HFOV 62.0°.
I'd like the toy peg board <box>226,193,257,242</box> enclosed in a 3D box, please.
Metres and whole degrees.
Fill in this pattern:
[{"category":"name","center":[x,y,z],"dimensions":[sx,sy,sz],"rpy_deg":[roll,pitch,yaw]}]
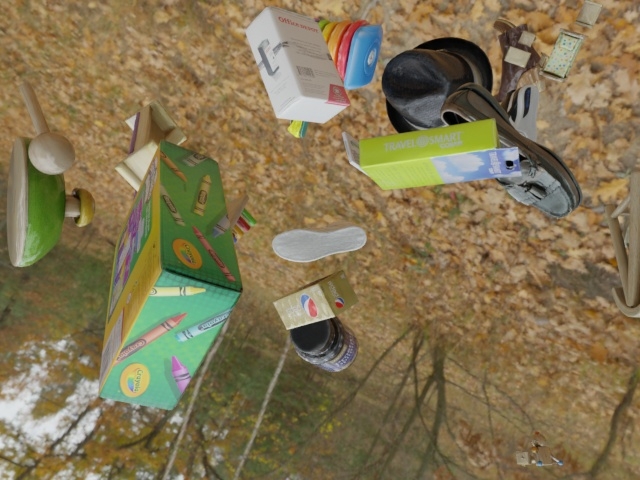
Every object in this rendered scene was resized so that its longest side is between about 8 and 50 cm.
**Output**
[{"category":"toy peg board","center":[-0.255,-0.022,1.427],"dimensions":[0.161,0.161,0.079],"rpy_deg":[-22,122,34]}]

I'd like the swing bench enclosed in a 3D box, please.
[{"category":"swing bench","center":[0.655,0.026,0.914],"dimensions":[0.253,0.255,0.165],"rpy_deg":[3,159,12]}]

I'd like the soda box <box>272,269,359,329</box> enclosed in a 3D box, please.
[{"category":"soda box","center":[-0.013,0.107,0.931],"dimensions":[0.181,0.058,0.061],"rpy_deg":[-28,90,56]}]

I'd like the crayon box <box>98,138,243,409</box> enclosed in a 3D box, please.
[{"category":"crayon box","center":[-0.173,0.022,0.601],"dimensions":[0.081,0.165,0.278],"rpy_deg":[20,-154,-27]}]

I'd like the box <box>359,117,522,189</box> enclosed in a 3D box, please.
[{"category":"box","center":[0.147,-0.101,0.649],"dimensions":[0.178,0.043,0.109],"rpy_deg":[-5,168,22]}]

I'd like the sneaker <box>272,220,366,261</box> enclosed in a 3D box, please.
[{"category":"sneaker","center":[0.000,0.000,1.711],"dimensions":[0.292,0.108,0.169],"rpy_deg":[-5,-173,3]}]

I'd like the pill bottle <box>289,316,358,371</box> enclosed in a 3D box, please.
[{"category":"pill bottle","center":[0.008,0.230,1.229],"dimensions":[0.122,0.123,0.219],"rpy_deg":[22,168,23]}]

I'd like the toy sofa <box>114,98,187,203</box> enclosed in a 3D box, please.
[{"category":"toy sofa","center":[-0.470,-0.230,1.445],"dimensions":[0.150,0.177,0.363],"rpy_deg":[54,-173,-34]}]

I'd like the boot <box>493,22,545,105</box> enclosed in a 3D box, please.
[{"category":"boot","center":[0.594,-0.537,1.654],"dimensions":[0.248,0.090,0.207],"rpy_deg":[180,69,-75]}]

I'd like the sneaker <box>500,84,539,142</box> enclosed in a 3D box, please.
[{"category":"sneaker","center":[0.524,-0.303,1.447],"dimensions":[0.079,0.217,0.121],"rpy_deg":[14,178,-13]}]

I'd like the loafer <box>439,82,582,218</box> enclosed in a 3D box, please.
[{"category":"loafer","center":[0.289,-0.127,0.836],"dimensions":[0.267,0.084,0.096],"rpy_deg":[47,143,4]}]

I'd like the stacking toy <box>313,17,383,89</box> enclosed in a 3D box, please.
[{"category":"stacking toy","center":[0.007,-0.538,1.450],"dimensions":[0.301,0.175,0.166],"rpy_deg":[24,123,20]}]

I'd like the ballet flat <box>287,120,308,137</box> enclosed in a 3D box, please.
[{"category":"ballet flat","center":[-0.059,-0.491,1.944],"dimensions":[0.077,0.231,0.077],"rpy_deg":[28,-165,17]}]

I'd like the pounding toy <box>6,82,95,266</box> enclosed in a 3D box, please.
[{"category":"pounding toy","center":[-0.373,-0.074,0.762],"dimensions":[0.110,0.237,0.183],"rpy_deg":[2,-141,-37]}]

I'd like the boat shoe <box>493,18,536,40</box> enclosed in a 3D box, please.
[{"category":"boat shoe","center":[0.612,-0.662,1.717],"dimensions":[0.064,0.060,0.178],"rpy_deg":[16,-152,-39]}]

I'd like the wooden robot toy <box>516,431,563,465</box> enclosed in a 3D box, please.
[{"category":"wooden robot toy","center":[0.526,0.512,1.312],"dimensions":[0.173,0.079,0.076],"rpy_deg":[16,153,-35]}]

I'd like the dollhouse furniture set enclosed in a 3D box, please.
[{"category":"dollhouse furniture set","center":[0.555,-0.500,1.289],"dimensions":[0.161,0.182,0.101],"rpy_deg":[29,-150,21]}]

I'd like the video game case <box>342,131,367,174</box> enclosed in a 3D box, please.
[{"category":"video game case","center":[0.146,-0.338,2.090],"dimensions":[0.019,0.143,0.157],"rpy_deg":[-26,152,27]}]

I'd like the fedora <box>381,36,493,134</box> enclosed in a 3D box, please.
[{"category":"fedora","center":[0.278,-0.409,1.418],"dimensions":[0.334,0.334,0.152],"rpy_deg":[14,-174,44]}]

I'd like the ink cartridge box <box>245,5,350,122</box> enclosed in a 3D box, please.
[{"category":"ink cartridge box","center":[-0.049,-0.372,1.143],"dimensions":[0.092,0.218,0.158],"rpy_deg":[-28,167,40]}]
